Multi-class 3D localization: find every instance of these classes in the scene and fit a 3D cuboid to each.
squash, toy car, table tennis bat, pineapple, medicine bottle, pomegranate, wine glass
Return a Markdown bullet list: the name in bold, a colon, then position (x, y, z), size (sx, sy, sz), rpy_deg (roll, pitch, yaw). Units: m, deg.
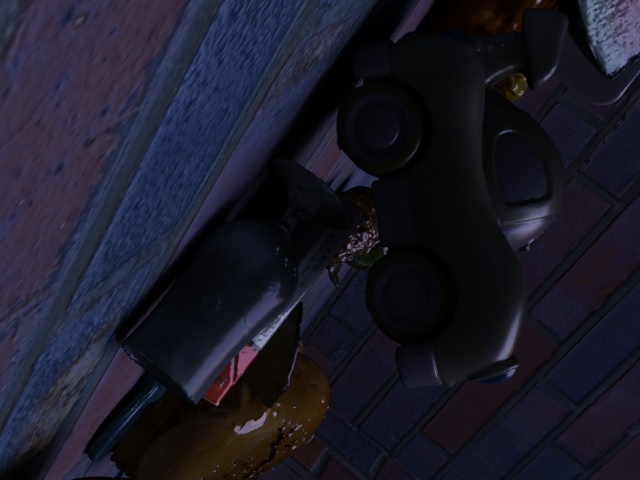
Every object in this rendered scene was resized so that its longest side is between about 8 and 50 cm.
- **squash**: position (-0.059, 0.087, 1.246), size (0.204, 0.155, 0.237), rpy_deg (-47, 171, -37)
- **toy car**: position (0.153, -0.042, 1.038), size (0.226, 0.335, 0.242), rpy_deg (-10, -176, 10)
- **table tennis bat**: position (-0.215, 0.193, 1.262), size (0.201, 0.033, 0.124), rpy_deg (-51, 178, 26)
- **pineapple**: position (0.000, 0.000, 1.512), size (0.198, 0.108, 0.108), rpy_deg (-30, 162, -40)
- **medicine bottle**: position (0.363, -0.235, 1.321), size (0.119, 0.183, 0.069), rpy_deg (-54, 172, 21)
- **pomegranate**: position (0.052, -0.004, 1.745), size (0.191, 0.152, 0.131), rpy_deg (-28, -161, 41)
- **wine glass**: position (-0.078, 0.038, 0.977), size (0.231, 0.103, 0.103), rpy_deg (-49, 175, -17)

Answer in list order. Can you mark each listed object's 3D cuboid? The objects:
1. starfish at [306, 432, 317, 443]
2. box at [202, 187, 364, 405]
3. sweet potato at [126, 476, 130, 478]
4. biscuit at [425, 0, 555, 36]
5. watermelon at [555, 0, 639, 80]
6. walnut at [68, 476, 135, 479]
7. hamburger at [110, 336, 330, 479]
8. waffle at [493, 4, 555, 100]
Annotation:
- **starfish**: position (-0.067, 0.228, 1.994), size (0.375, 0.094, 0.327), rpy_deg (109, -22, -68)
- **box**: position (-0.070, 0.047, 1.099), size (0.245, 0.035, 0.139), rpy_deg (-50, -147, -8)
- **sweet potato**: position (-0.338, 0.460, 1.737), size (0.097, 0.097, 0.292), rpy_deg (-56, 180, 44)
- **biscuit**: position (0.238, -0.312, 1.327), size (0.312, 0.110, 0.318), rpy_deg (-44, 171, -45)
- **watermelon**: position (0.300, -0.321, 0.958), size (0.261, 0.201, 0.212), rpy_deg (73, 11, -47)
- **walnut**: position (-0.234, 0.376, 0.975), size (0.333, 0.333, 0.333), rpy_deg (-51, 175, -6)
- **hamburger**: position (-0.137, 0.249, 1.461), size (0.284, 0.174, 0.304), rpy_deg (-44, 157, 19)
- **waffle**: position (0.377, -0.385, 1.867), size (0.261, 0.151, 0.324), rpy_deg (-48, 173, 10)
